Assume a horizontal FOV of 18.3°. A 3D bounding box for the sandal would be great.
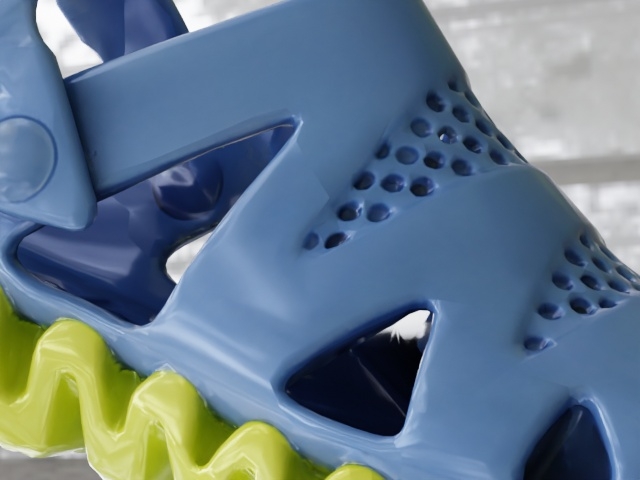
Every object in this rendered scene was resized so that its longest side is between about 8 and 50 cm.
[{"bbox_3d":[0.000,0.000,0.470,0.126,0.317,0.138,12,-84,-74],"label":"sandal"}]
